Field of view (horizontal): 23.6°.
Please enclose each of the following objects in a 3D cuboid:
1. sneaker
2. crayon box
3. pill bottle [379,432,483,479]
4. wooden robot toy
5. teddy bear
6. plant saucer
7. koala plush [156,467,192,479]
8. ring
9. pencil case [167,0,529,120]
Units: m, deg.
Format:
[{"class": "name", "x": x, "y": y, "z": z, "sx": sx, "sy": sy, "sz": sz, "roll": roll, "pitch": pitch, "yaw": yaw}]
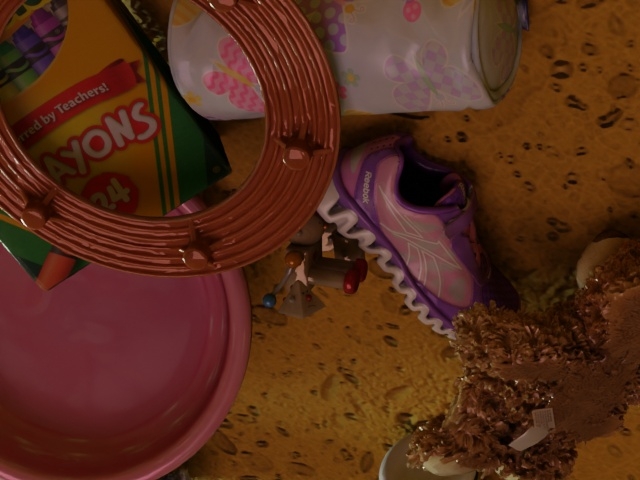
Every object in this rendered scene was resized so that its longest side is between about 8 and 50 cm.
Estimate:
[{"class": "sneaker", "x": 0.102, "y": -0.007, "z": 1.327, "sx": 0.104, "sy": 0.095, "sz": 0.236, "roll": -32, "pitch": 115, "yaw": 35}, {"class": "crayon box", "x": -0.244, "y": -0.132, "z": 1.285, "sx": 0.202, "sy": 0.081, "sz": 0.318, "roll": -33, "pitch": 121, "yaw": 6}, {"class": "pill bottle", "x": 0.130, "y": 0.292, "z": 1.618, "sx": 0.103, "sy": 0.103, "sz": 0.184, "roll": 2, "pitch": 135, "yaw": 23}, {"class": "wooden robot toy", "x": 0.000, "y": 0.000, "z": 1.328, "sx": 0.076, "sy": 0.173, "sz": 0.079, "roll": 1, "pitch": 113, "yaw": 18}, {"class": "teddy bear", "x": 0.210, "y": 0.106, "z": 1.345, "sx": 0.245, "sy": 0.113, "sz": 0.338, "roll": 3, "pitch": 137, "yaw": -15}, {"class": "plant saucer", "x": -0.227, "y": 0.073, "z": 1.457, "sx": 0.332, "sy": 0.084, "sz": 0.332, "roll": 0, "pitch": 97, "yaw": 3}, {"class": "koala plush", "x": -0.204, "y": 0.346, "z": 1.784, "sx": 0.196, "sy": 0.203, "sz": 0.221, "roll": 8, "pitch": 125, "yaw": 17}, {"class": "ring", "x": -0.150, "y": -0.101, "z": 1.179, "sx": 0.336, "sy": 0.032, "sz": 0.336, "roll": 7, "pitch": 126, "yaw": 10}, {"class": "pencil case", "x": 0.017, "y": -0.157, "z": 1.185, "sx": 0.273, "sy": 0.113, "sz": 0.124, "roll": -1, "pitch": 115, "yaw": 25}]
